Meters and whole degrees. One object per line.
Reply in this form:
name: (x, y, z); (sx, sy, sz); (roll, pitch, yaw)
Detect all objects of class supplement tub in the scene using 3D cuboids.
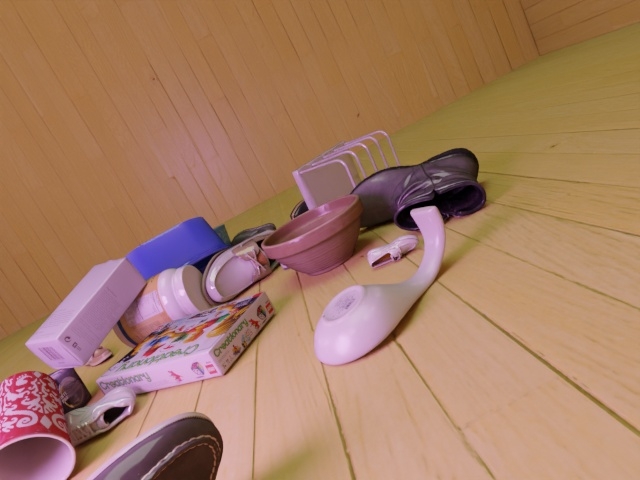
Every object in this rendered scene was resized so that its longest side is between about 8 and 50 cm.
supplement tub: (-0.370, 0.153, 1.106); (0.199, 0.144, 0.144); (-25, 13, 10)

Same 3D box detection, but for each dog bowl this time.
dog bowl: (-0.428, 0.042, 1.708); (0.297, 0.074, 0.166); (-32, 3, 46)

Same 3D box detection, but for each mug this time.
mug: (-0.447, 0.290, 0.695); (0.150, 0.113, 0.169); (-42, 37, -10)

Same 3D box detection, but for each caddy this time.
caddy: (-0.428, 0.086, 1.440); (0.341, 0.179, 0.241); (-32, -10, -20)

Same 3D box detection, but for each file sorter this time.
file sorter: (0.093, -0.177, 1.354); (0.173, 0.193, 0.277); (-13, 19, 39)

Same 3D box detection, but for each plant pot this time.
plant pot: (0.000, 0.000, 1.027); (0.237, 0.110, 0.237); (-27, 13, 7)

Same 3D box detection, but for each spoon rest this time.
spoon rest: (0.095, 0.071, 0.673); (0.276, 0.084, 0.137); (-48, 18, -21)

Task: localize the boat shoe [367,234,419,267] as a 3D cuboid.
boat shoe: (0.133, 0.023, 0.852); (0.100, 0.035, 0.035); (-21, 41, 13)

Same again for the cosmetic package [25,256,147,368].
cosmetic package: (-0.482, 0.148, 0.991); (0.117, 0.086, 0.231); (-12, 34, 31)

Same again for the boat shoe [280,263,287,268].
boat shoe: (-0.035, -0.002, 1.200); (0.183, 0.066, 0.066); (-36, 15, -32)

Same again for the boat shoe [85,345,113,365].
boat shoe: (-0.587, 0.294, 1.223); (0.135, 0.045, 0.050); (-18, 16, 37)

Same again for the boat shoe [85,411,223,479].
boat shoe: (-0.190, 0.282, 0.351); (0.335, 0.112, 0.095); (-41, 35, -27)

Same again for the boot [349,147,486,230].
boot: (0.177, -0.085, 1.010); (0.338, 0.118, 0.223); (-26, 17, 28)

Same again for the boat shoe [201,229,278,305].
boat shoe: (-0.179, 0.050, 1.191); (0.103, 0.113, 0.302); (-17, 20, 34)

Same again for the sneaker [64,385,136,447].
sneaker: (-0.374, 0.295, 0.768); (0.152, 0.054, 0.061); (-32, 16, -21)

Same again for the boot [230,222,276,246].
boot: (-0.224, 0.011, 1.565); (0.189, 0.076, 0.208); (-28, 19, 7)

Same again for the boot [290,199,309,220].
boot: (0.008, -0.114, 1.556); (0.198, 0.077, 0.137); (-37, 21, -33)

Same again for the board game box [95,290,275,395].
board game box: (-0.252, 0.199, 0.890); (0.305, 0.053, 0.193); (-20, 15, 29)

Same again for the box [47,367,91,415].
box: (-0.664, 0.404, 0.840); (0.394, 0.097, 0.318); (-24, 10, 9)
